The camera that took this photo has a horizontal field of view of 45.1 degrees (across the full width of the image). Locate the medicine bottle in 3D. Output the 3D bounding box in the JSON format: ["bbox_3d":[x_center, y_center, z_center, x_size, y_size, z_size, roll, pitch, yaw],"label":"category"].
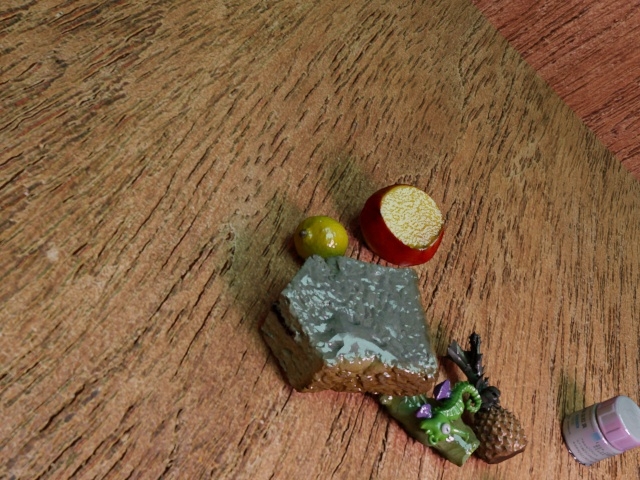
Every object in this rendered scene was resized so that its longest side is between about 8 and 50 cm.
[{"bbox_3d":[0.705,0.469,1.913,0.135,0.168,0.135,25,47,-30],"label":"medicine bottle"}]

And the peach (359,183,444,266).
[{"bbox_3d":[0.190,-0.036,1.774,0.190,0.192,0.190,-6,103,-31],"label":"peach"}]

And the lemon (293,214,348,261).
[{"bbox_3d":[0.000,0.000,1.636,0.133,0.109,0.109,17,49,-55],"label":"lemon"}]

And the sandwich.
[{"bbox_3d":[0.051,0.161,1.494,0.326,0.131,0.262,8,53,-20],"label":"sandwich"}]

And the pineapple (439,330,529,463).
[{"bbox_3d":[0.355,0.345,1.700,0.130,0.119,0.277,19,45,-49],"label":"pineapple"}]

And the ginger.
[{"bbox_3d":[0.217,0.351,1.602,0.290,0.089,0.137,36,60,-12],"label":"ginger"}]

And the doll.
[{"bbox_3d":[0.264,0.344,1.550,0.115,0.050,0.190,49,48,2],"label":"doll"}]
